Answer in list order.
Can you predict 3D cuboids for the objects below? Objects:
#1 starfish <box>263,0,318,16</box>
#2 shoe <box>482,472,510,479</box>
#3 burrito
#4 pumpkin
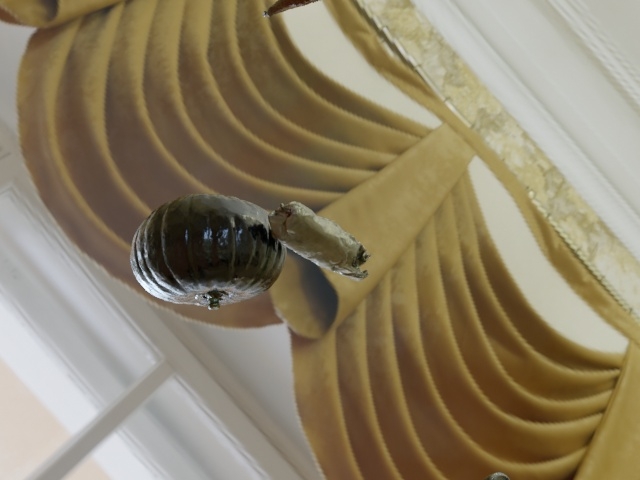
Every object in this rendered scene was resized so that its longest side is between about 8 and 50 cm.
[{"bbox_3d":[0.063,-0.238,0.675,0.043,0.227,0.240,60,-14,2],"label":"starfish"},{"bbox_3d":[0.379,0.543,1.531,0.093,0.108,0.241,-34,-115,38],"label":"shoe"},{"bbox_3d":[0.001,0.000,1.047,0.188,0.058,0.045,31,-10,-41],"label":"burrito"},{"bbox_3d":[-0.142,0.019,1.059,0.202,0.202,0.140,-15,-106,40],"label":"pumpkin"}]
